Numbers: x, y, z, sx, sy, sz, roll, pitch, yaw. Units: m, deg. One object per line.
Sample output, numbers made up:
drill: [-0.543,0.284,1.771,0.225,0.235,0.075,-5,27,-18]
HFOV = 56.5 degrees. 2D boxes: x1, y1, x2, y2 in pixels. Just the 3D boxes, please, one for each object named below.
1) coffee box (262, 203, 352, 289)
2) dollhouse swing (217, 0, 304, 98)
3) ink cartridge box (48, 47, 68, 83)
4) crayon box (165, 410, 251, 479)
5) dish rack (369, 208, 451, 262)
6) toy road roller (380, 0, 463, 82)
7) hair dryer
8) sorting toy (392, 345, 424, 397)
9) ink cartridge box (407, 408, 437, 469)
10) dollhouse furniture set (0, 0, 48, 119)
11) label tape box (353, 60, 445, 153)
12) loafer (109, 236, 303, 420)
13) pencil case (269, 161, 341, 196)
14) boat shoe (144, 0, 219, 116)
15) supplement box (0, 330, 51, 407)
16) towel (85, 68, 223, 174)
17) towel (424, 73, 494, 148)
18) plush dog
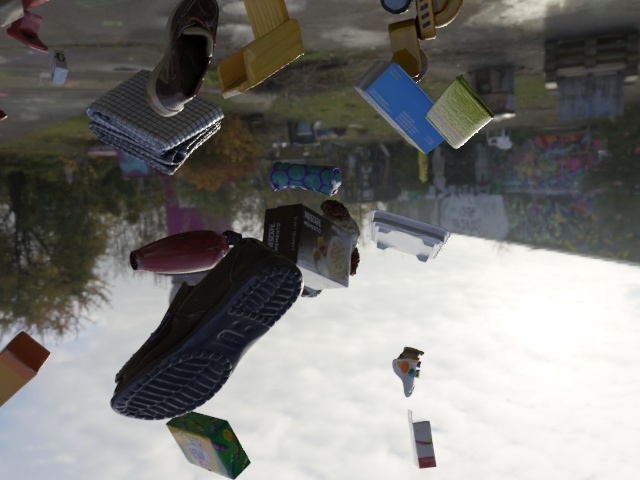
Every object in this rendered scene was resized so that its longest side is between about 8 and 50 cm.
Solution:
coffee box: [-0.026,0.021,1.377,0.098,0.141,0.246,-5,161,29]
dollhouse swing: [-0.261,-0.710,2.046,0.315,0.305,0.347,-38,-158,-15]
ink cartridge box: [-0.633,-0.425,1.435,0.028,0.083,0.048,3,142,-38]
crayon box: [-0.355,0.633,1.866,0.279,0.165,0.081,-7,-157,48]
dish rack: [0.304,-0.005,2.120,0.286,0.072,0.333,18,168,8]
toy road roller: [0.322,-0.662,1.826,0.241,0.329,0.202,-7,-161,13]
hair dryer: [-0.284,0.037,1.180,0.224,0.080,0.293,-17,175,8]
sorting toy: [0.159,0.236,1.058,0.045,0.075,0.083,2,-173,22]
ink cartridge box: [0.360,0.702,2.128,0.067,0.198,0.115,-7,168,-2]
dollhouse furniture set: [-0.613,-0.376,1.124,0.152,0.201,0.374,25,-135,10]
label tape box: [0.231,-0.368,1.647,0.115,0.249,0.347,-45,-164,12]
loafer: [-0.180,0.137,0.921,0.134,0.366,0.130,41,-170,-43]
pencil case: [-0.034,-0.137,1.328,0.152,0.070,0.064,8,-166,18]
boat shoe: [-0.278,-0.431,1.320,0.123,0.341,0.123,-12,142,41]
supplement box: [-0.633,0.281,1.146,0.233,0.078,0.080,-40,-162,11]
towel: [-0.425,-0.313,1.555,0.284,0.121,0.235,27,-131,15]
towel: [0.273,-0.249,1.180,0.021,0.102,0.237,-43,179,-6]
plush dog: [0.000,0.000,1.646,0.226,0.262,0.210,-13,-153,12]
